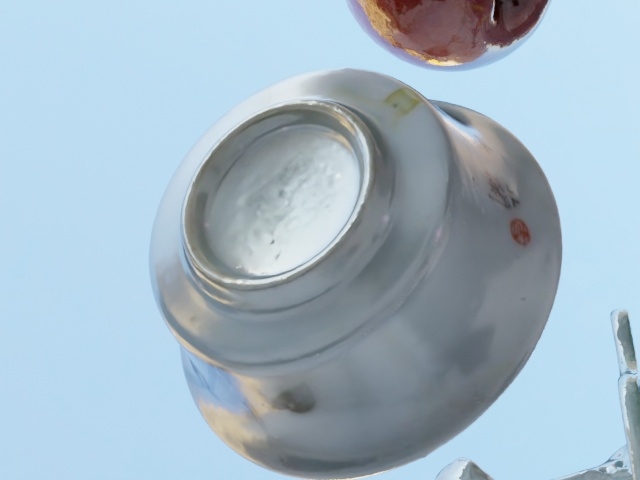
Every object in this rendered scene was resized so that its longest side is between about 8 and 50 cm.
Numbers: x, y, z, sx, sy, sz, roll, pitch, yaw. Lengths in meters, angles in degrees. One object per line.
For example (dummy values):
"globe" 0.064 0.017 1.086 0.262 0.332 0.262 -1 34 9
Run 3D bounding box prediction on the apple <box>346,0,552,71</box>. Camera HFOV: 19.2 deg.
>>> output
"apple" 0.134 -0.285 1.977 0.218 0.218 0.201 -22 -134 -41

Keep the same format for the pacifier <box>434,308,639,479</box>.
"pacifier" 0.099 0.097 0.689 0.150 0.117 0.126 -83 -22 -65

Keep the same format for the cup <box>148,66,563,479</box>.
"cup" 0.000 0.000 1.494 0.163 0.347 0.347 45 -135 -50
